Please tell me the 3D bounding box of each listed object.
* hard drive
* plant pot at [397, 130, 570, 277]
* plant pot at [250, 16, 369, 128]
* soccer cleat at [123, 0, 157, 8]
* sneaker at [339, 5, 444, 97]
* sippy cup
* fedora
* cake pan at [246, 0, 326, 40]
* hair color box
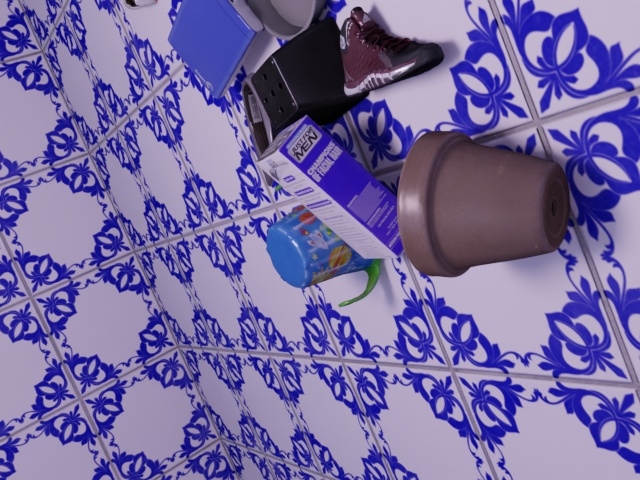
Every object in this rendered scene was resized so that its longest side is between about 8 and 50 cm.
[{"bbox_3d":[-0.269,-0.513,1.766,0.210,0.040,0.319,50,150,-1],"label":"hard drive"},{"bbox_3d":[0.292,-0.063,1.222,0.229,0.263,0.263,2,117,37],"label":"plant pot"},{"bbox_3d":[-0.039,-0.346,1.555,0.187,0.167,0.188,-25,91,60],"label":"plant pot"},{"bbox_3d":[-0.569,-0.736,2.168,0.196,0.076,0.068,19,129,51],"label":"soccer cleat"},{"bbox_3d":[0.111,-0.377,1.361,0.281,0.106,0.162,-3,108,59],"label":"sneaker"},{"bbox_3d":[0.000,0.000,1.711,0.305,0.224,0.240,41,144,33],"label":"sippy cup"},{"bbox_3d":[-0.096,-0.277,1.708,0.243,0.124,0.275,102,150,-64],"label":"fedora"},{"bbox_3d":[-0.083,-0.587,1.545,0.293,0.054,0.293,38,142,37],"label":"cake pan"},{"bbox_3d":[0.037,-0.104,1.527,0.339,0.110,0.185,40,167,-14],"label":"hair color box"}]
